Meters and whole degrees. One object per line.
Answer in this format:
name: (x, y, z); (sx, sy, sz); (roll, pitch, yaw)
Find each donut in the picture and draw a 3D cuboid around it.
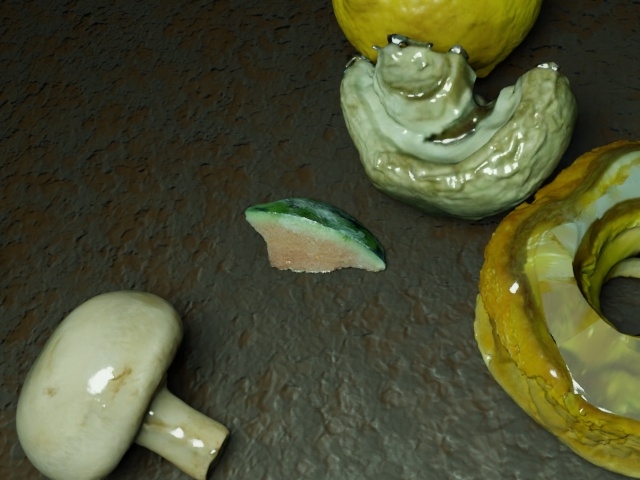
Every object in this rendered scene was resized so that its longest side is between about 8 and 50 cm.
donut: (0.302, 0.048, 0.788); (0.330, 0.160, 0.330); (-8, 55, 12)

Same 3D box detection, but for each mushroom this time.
mushroom: (-0.188, 0.163, 0.834); (0.215, 0.207, 0.207); (33, 68, -6)
mushroom: (0.136, -0.107, 0.912); (0.267, 0.189, 0.164); (16, 80, 21)

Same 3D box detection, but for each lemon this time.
lemon: (0.139, -0.307, 0.989); (0.288, 0.233, 0.233); (-12, 51, -33)

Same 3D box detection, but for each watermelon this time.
watermelon: (0.006, -0.008, 0.961); (0.155, 0.080, 0.101); (8, 26, 20)

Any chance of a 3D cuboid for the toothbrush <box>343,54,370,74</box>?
toothbrush: (0.106, -0.293, 1.125); (0.019, 0.016, 0.219); (33, 72, 29)
